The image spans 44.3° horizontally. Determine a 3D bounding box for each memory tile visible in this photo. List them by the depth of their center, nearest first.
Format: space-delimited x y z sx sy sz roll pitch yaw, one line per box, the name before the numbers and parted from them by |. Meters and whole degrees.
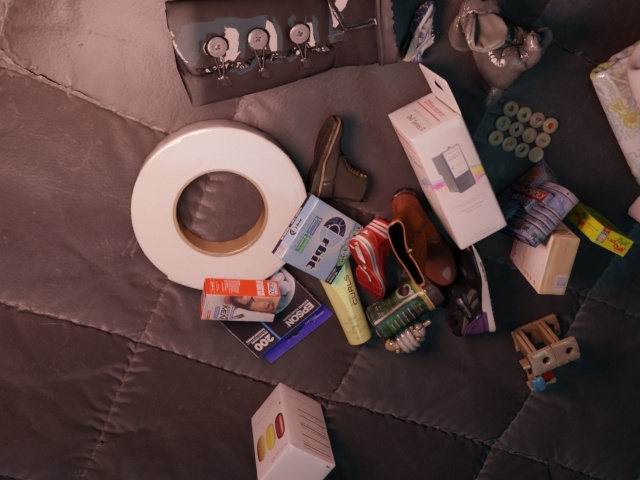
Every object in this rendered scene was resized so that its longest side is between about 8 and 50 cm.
memory tile | 0.463 -0.248 1.797 0.148 0.012 0.113 19 110 -17

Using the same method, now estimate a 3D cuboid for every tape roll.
tape roll | -0.222 -0.071 1.736 0.391 0.072 0.392 -4 115 -8

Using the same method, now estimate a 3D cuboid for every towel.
towel | 0.829 -0.343 1.775 0.374 0.090 0.321 -32 112 6

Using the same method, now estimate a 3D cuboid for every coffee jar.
coffee jar | 0.206 0.155 1.894 0.184 0.096 0.079 -34 118 8

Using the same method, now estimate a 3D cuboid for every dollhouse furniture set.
dollhouse furniture set | 0.588 0.309 2.007 0.128 0.129 0.184 -22 115 1

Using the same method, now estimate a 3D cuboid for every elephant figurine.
elephant figurine | 0.344 -0.443 1.630 0.239 0.186 0.169 37 147 -12

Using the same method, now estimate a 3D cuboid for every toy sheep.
toy sheep | 0.217 0.234 1.936 0.132 0.091 0.091 -29 116 16

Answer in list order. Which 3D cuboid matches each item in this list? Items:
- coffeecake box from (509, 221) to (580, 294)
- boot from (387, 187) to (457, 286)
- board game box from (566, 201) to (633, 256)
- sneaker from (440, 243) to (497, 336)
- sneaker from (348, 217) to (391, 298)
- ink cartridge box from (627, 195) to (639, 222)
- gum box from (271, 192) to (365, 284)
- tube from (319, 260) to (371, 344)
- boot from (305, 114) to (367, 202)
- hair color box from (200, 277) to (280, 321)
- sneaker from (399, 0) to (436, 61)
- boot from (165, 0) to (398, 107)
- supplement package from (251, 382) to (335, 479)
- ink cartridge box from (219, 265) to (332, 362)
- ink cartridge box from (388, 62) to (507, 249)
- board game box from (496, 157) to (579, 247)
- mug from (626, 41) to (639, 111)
coffeecake box | 0.519 0.021 1.833 0.068 0.185 0.142 3 114 -10
boot | 0.230 0.029 1.714 0.096 0.280 0.264 -19 107 13
board game box | 0.639 -0.034 1.829 0.092 0.181 0.043 23 109 -18
sneaker | 0.343 0.119 1.899 0.124 0.107 0.283 -15 116 4
sneaker | 0.146 0.036 1.836 0.128 0.087 0.221 -45 147 -21
ink cartridge box | 0.871 -0.061 1.911 0.190 0.082 0.140 30 106 -22
gum box | 0.000 0.000 1.764 0.184 0.041 0.157 30 93 -46
tube | 0.056 0.137 1.885 0.070 0.062 0.240 -36 114 -37
boot | 0.055 -0.176 1.738 0.137 0.077 0.198 7 126 -17
hair color box | -0.182 0.135 1.774 0.167 0.053 0.093 2 136 -16
sneaker | 0.216 -0.439 1.655 0.058 0.052 0.135 11 120 -24
boot | -0.089 -0.482 1.541 0.445 0.146 0.367 -10 114 0
supplement package | -0.071 0.490 1.920 0.133 0.244 0.139 31 106 -21
ink cartridge box | -0.107 0.183 1.885 0.206 0.045 0.208 -40 115 9
ink cartridge box | 0.257 -0.183 1.685 0.119 0.207 0.354 -27 115 2
board game box | 0.487 -0.094 1.798 0.194 0.194 0.060 -48 114 -2
mug | 0.824 -0.336 1.609 0.328 0.276 0.374 38 73 -13
